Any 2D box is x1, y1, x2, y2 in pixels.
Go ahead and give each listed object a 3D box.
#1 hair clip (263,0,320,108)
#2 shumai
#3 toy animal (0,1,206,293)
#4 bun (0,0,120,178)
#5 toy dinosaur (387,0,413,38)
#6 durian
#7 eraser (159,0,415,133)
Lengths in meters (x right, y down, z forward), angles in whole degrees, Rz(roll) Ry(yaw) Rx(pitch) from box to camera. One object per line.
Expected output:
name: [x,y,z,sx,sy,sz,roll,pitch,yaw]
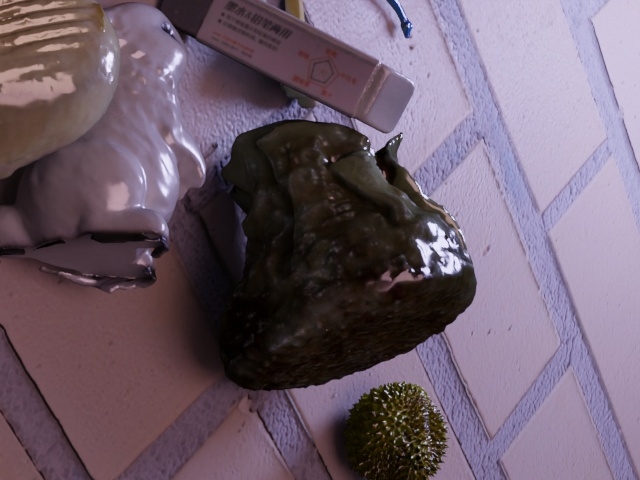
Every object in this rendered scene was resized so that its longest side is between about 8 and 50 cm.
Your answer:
hair clip: [-0.052,-0.282,1.882,0.218,0.071,0.159,56,33,-35]
shumai: [0.000,0.000,1.801,0.395,0.395,0.348,-10,72,-46]
toy animal: [-0.262,-0.130,1.604,0.258,0.194,0.357,8,68,-23]
bun: [-0.391,-0.200,1.413,0.361,0.213,0.361,10,54,-14]
toy dinosaur: [0.091,-0.465,2.015,0.144,0.076,0.329,-20,108,-51]
durian: [0.115,0.306,2.025,0.159,0.146,0.198,-54,134,-50]
eraser: [-0.043,-0.252,1.773,0.352,0.061,0.089,27,95,-3]
